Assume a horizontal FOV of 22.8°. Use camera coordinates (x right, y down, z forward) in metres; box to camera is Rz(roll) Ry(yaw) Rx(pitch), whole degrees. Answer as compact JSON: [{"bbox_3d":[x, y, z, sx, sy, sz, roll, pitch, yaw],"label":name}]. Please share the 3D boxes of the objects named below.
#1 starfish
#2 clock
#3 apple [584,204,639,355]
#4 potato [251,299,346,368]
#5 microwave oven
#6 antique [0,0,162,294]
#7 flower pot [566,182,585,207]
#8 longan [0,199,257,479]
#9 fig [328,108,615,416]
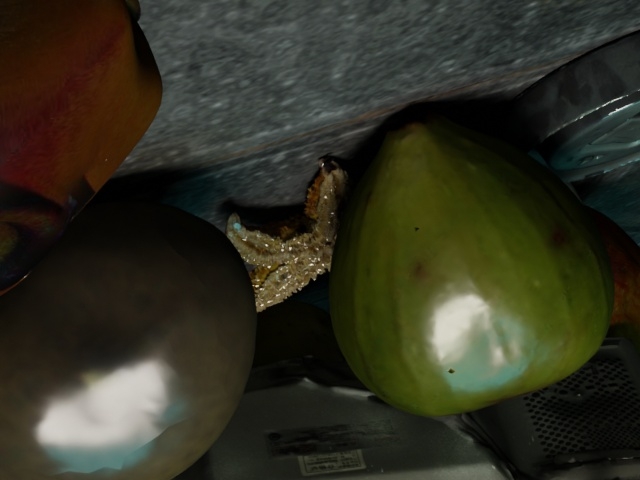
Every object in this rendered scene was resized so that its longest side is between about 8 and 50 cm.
[{"bbox_3d":[-0.001,-0.001,1.201,0.240,0.043,0.227,-37,152,7],"label":"starfish"},{"bbox_3d":[0.230,-0.101,1.170,0.215,0.042,0.215,-20,166,-5],"label":"clock"},{"bbox_3d":[0.211,0.067,1.456,0.211,0.211,0.188,-25,141,18],"label":"apple"},{"bbox_3d":[-0.098,0.125,1.412,0.272,0.160,0.111,-27,124,14],"label":"potato"},{"bbox_3d":[0.066,0.275,1.298,0.432,0.236,0.374,-4,125,-7],"label":"microwave oven"},{"bbox_3d":[-0.196,-0.033,0.638,0.278,0.129,0.223,-21,164,-6],"label":"antique"},{"bbox_3d":[0.148,0.018,1.311,0.107,0.157,0.157,-18,170,36],"label":"flower pot"},{"bbox_3d":[-0.138,0.072,0.996,0.212,0.198,0.198,-51,175,-19],"label":"longan"},{"bbox_3d":[0.098,0.010,1.108,0.203,0.225,0.203,-15,-162,5],"label":"fig"}]
